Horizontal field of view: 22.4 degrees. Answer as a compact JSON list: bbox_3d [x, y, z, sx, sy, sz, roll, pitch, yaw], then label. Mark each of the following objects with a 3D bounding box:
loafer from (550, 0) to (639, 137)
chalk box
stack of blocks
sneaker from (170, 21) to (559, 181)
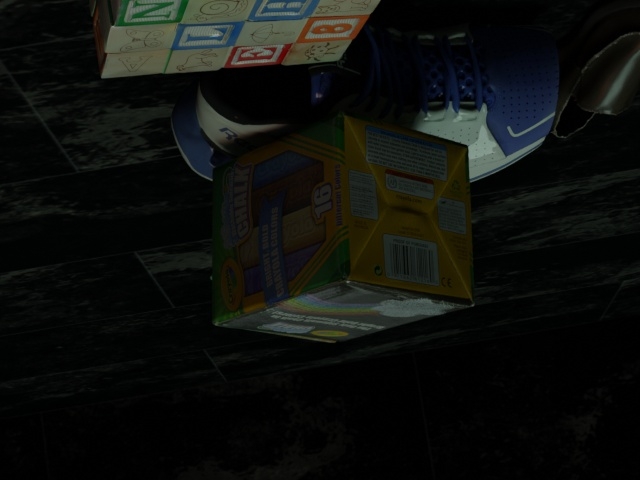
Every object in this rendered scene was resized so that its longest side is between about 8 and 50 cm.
[{"bbox_3d":[0.255,-0.147,1.379,0.080,0.078,0.220,-4,165,-20],"label":"loafer"},{"bbox_3d":[0.000,0.000,1.248,0.132,0.132,0.213,11,161,-38],"label":"chalk box"},{"bbox_3d":[-0.040,-0.197,0.974,0.171,0.087,0.297,-5,165,-16],"label":"stack of blocks"},{"bbox_3d":[0.041,-0.117,1.262,0.315,0.128,0.182,-6,168,-6],"label":"sneaker"}]
